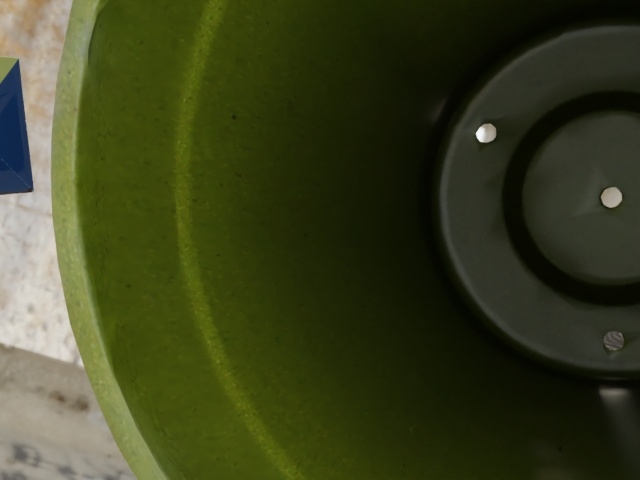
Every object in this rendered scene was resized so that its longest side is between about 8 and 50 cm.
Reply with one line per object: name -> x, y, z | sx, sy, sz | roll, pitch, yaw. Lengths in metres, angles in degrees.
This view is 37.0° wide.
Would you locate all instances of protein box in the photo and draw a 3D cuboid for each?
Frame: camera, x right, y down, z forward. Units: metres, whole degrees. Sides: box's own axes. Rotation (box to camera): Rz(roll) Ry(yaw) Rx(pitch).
protein box -> -0.542, -0.155, 1.384 | 0.136, 0.201, 0.200 | -10, 95, -55

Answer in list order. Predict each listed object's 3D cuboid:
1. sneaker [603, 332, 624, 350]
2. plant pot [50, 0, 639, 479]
sneaker -> 0.399, 0.205, 1.119 | 0.169, 0.447, 0.257 | 25, -39, 52
plant pot -> 0.132, -0.025, 0.440 | 0.353, 0.366, 0.366 | 0, 108, -73
